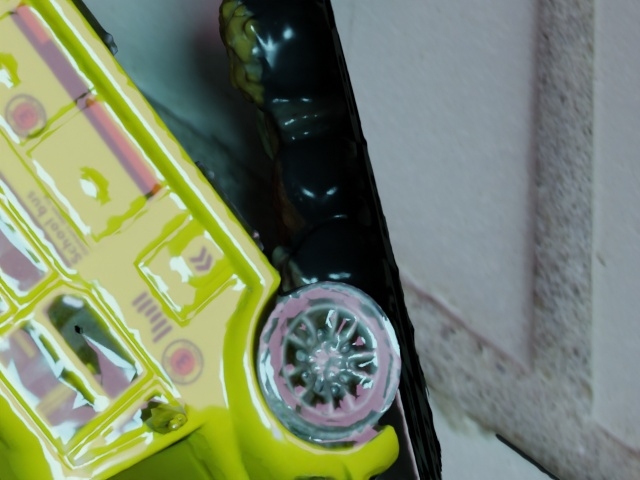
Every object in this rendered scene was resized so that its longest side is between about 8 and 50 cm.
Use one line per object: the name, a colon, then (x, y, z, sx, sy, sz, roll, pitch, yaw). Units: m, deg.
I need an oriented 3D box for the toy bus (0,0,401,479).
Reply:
toy bus: (-0.121, -0.006, 0.705, 0.152, 0.144, 0.330, -43, 102, -31)

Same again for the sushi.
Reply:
sushi: (0.000, 0.000, 0.859, 0.264, 0.050, 0.290, 80, -3, -68)
